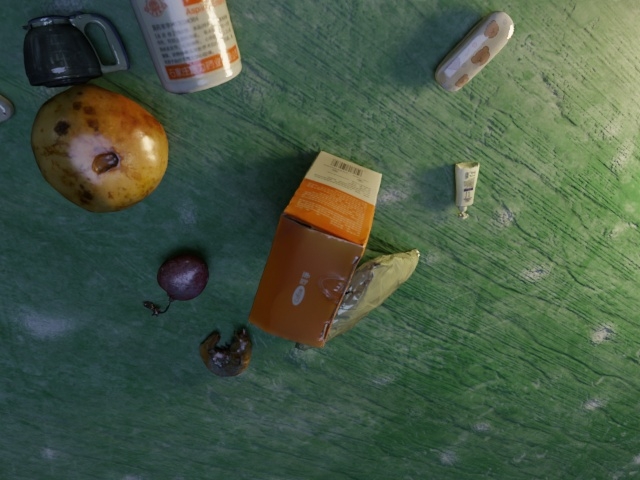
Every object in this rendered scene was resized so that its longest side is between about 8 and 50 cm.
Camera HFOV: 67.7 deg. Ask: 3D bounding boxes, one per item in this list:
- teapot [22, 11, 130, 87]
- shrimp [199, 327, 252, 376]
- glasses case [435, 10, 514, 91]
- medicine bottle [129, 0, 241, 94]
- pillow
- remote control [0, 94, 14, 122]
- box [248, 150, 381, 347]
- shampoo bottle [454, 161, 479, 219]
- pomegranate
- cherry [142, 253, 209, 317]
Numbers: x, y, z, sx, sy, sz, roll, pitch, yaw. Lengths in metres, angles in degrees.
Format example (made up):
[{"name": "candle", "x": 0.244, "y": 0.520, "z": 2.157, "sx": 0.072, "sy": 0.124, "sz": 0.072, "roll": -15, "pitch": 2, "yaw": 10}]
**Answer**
[{"name": "teapot", "x": -0.405, "y": -0.309, "z": 0.769, "sx": 0.149, "sy": 0.111, "sz": 0.108, "roll": -9, "pitch": 109, "yaw": 3}, {"name": "shrimp", "x": -0.240, "y": 0.287, "z": 1.220, "sx": 0.133, "sy": 0.051, "sz": 0.187, "roll": 13, "pitch": 123, "yaw": -18}, {"name": "glasses case", "x": 0.287, "y": -0.353, "z": 0.896, "sx": 0.063, "sy": 0.041, "sz": 0.164, "roll": 36, "pitch": 111, "yaw": -28}, {"name": "medicine bottle", "x": -0.221, "y": -0.371, "z": 0.739, "sx": 0.145, "sy": 0.144, "sz": 0.252, "roll": -15, "pitch": 123, "yaw": 0}, {"name": "pillow", "x": 0.095, "y": 0.134, "z": 1.083, "sx": 0.280, "sy": 0.076, "sz": 0.274, "roll": -49, "pitch": 161, "yaw": 21}, {"name": "remote control", "x": -0.595, "y": -0.252, "z": 0.817, "sx": 0.074, "sy": 0.032, "sz": 0.122, "roll": -28, "pitch": 124, "yaw": 8}, {"name": "box", "x": 0.000, "y": 0.000, "z": 0.886, "sx": 0.144, "sy": 0.341, "sz": 0.224, "roll": 21, "pitch": 119, "yaw": 1}, {"name": "shampoo bottle", "x": 0.321, "y": -0.108, "z": 1.068, "sx": 0.049, "sy": 0.034, "sz": 0.141, "roll": -12, "pitch": 125, "yaw": -10}, {"name": "pomegranate", "x": -0.374, "y": -0.159, "z": 0.823, "sx": 0.216, "sy": 0.215, "sz": 0.215, "roll": -4, "pitch": 124, "yaw": -7}, {"name": "cherry", "x": -0.335, "y": 0.102, "z": 1.067, "sx": 0.226, "sy": 0.090, "sz": 0.107, "roll": -34, "pitch": 134, "yaw": 23}]
